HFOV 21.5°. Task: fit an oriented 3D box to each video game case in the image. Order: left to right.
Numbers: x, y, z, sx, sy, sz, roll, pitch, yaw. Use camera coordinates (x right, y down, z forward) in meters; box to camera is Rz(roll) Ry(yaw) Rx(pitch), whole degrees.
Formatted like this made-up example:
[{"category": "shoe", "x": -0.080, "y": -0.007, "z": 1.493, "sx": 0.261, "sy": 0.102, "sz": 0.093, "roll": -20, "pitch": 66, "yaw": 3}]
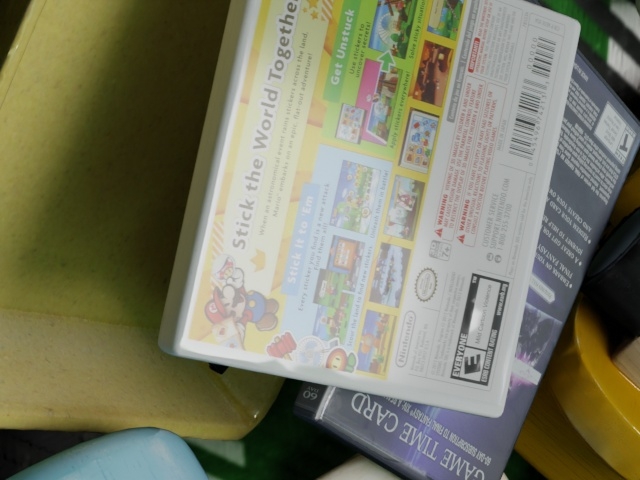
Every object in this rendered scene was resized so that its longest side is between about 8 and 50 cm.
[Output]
[{"category": "video game case", "x": 0.031, "y": -0.034, "z": 0.882, "sx": 0.206, "sy": 0.026, "sz": 0.227, "roll": 14, "pitch": 86, "yaw": -31}, {"category": "video game case", "x": 0.097, "y": 0.010, "z": 0.989, "sx": 0.196, "sy": 0.026, "sz": 0.274, "roll": 37, "pitch": 74, "yaw": -49}]

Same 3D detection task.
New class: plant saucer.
[{"category": "plant saucer", "x": -0.089, "y": -0.057, "z": 0.930, "sx": 0.333, "sy": 0.081, "sz": 0.332, "roll": 13, "pitch": 103, "yaw": -56}]

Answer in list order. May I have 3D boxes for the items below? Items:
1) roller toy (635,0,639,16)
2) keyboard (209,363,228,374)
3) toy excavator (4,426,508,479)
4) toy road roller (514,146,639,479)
[{"category": "roller toy", "x": 0.318, "y": -0.194, "z": 1.147, "sx": 0.209, "sy": 0.191, "sz": 0.146, "roll": -15, "pitch": 122, "yaw": -38}, {"category": "keyboard", "x": 0.000, "y": 0.000, "z": 0.986, "sx": 0.192, "sy": 0.038, "sz": 0.100, "roll": -49, "pitch": 146, "yaw": -14}, {"category": "toy excavator", "x": -0.076, "y": 0.204, "z": 0.958, "sx": 0.445, "sy": 0.222, "sz": 0.433, "roll": -29, "pitch": 164, "yaw": -9}, {"category": "toy road roller", "x": 0.254, "y": 0.056, "z": 1.197, "sx": 0.240, "sy": 0.202, "sz": 0.329, "roll": -45, "pitch": -176, "yaw": 37}]
